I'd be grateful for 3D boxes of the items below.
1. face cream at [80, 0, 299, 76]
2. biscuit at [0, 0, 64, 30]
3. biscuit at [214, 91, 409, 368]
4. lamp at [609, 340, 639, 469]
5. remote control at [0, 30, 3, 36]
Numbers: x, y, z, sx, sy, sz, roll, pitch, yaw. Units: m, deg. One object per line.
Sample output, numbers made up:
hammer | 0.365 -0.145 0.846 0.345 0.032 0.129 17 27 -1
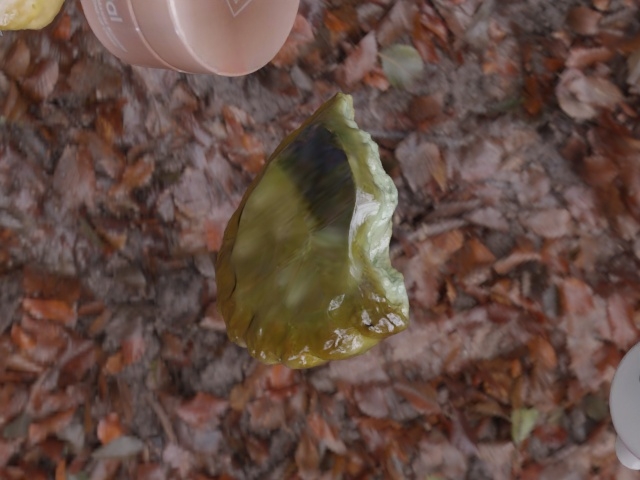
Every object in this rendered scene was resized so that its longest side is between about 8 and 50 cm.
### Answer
face cream | -0.100 -0.205 0.859 0.149 0.104 0.149 -18 114 -48
biscuit | -0.306 -0.246 0.740 0.274 0.091 0.213 -1 94 1
biscuit | 0.000 0.000 1.282 0.078 0.335 0.329 22 99 -44
lamp | 0.457 0.178 1.368 0.108 0.179 0.246 11 90 -46
remote control | -0.458 -0.314 1.544 0.016 0.091 0.034 -18 129 -9
